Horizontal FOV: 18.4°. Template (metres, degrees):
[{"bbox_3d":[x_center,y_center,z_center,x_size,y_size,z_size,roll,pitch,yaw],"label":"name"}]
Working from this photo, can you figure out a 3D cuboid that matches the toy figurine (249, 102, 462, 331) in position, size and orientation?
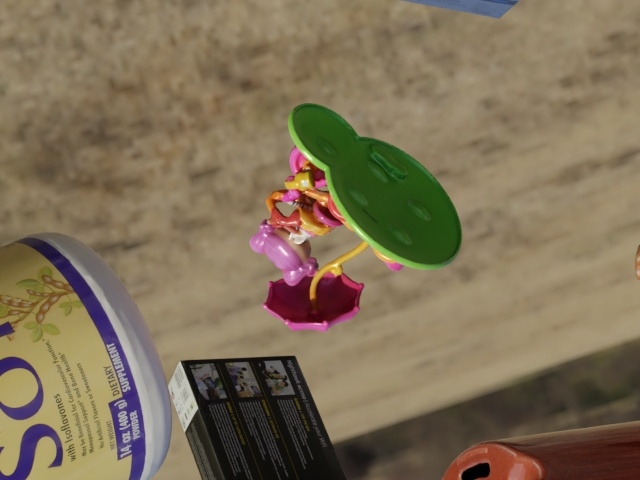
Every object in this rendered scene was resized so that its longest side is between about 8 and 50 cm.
[{"bbox_3d":[0.000,0.000,1.589,0.159,0.173,0.130,-47,-178,35],"label":"toy figurine"}]

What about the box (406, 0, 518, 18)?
[{"bbox_3d":[0.171,-0.305,2.188,0.145,0.038,0.186,8,162,-17],"label":"box"}]

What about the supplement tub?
[{"bbox_3d":[-0.318,0.152,1.638,0.331,0.241,0.241,-23,175,-30],"label":"supplement tub"}]

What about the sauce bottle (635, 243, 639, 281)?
[{"bbox_3d":[0.356,0.023,1.817,0.128,0.042,0.042,2,-179,26],"label":"sauce bottle"}]

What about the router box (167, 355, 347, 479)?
[{"bbox_3d":[-0.060,0.196,1.941,0.133,0.179,0.046,-1,139,-29],"label":"router box"}]

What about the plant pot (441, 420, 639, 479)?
[{"bbox_3d":[0.234,0.240,1.409,0.265,0.272,0.272,1,164,-26],"label":"plant pot"}]
